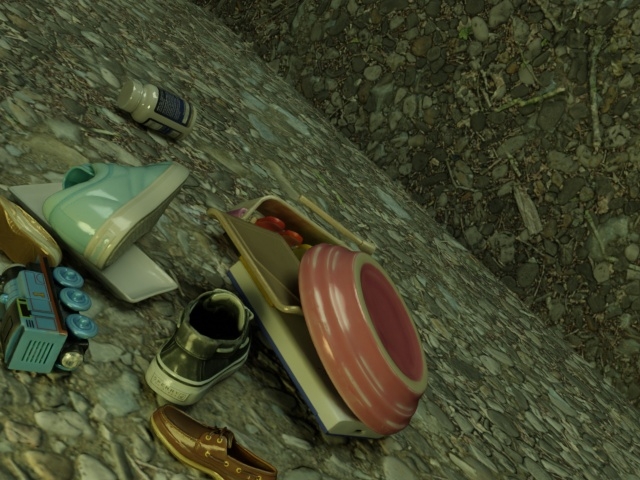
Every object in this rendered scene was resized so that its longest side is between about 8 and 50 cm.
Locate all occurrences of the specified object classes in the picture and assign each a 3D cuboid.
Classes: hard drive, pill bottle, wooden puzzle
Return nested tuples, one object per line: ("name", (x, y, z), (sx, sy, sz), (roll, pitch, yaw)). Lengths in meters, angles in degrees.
("hard drive", (-0.017, 0.182, 1.427), (0.319, 0.040, 0.210), (55, 14, 28))
("pill bottle", (-0.380, -0.305, 2.005), (0.169, 0.094, 0.094), (23, 22, -39))
("wooden puzzle", (-0.074, 0.053, 1.440), (0.239, 0.044, 0.221), (49, 12, 25))

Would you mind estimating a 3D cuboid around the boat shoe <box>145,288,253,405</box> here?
("boat shoe", (-0.148, 0.133, 1.266), (0.121, 0.119, 0.335), (35, 13, -3))

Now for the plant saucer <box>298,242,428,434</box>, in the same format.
("plant saucer", (0.083, 0.147, 1.414), (0.332, 0.084, 0.332), (53, 21, -31))

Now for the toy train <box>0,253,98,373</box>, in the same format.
("toy train", (-0.345, 0.089, 1.076), (0.105, 0.080, 0.184), (16, 26, -36))

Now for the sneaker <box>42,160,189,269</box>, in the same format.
("sneaker", (-0.319, -0.083, 1.374), (0.150, 0.135, 0.366), (39, 16, -5))

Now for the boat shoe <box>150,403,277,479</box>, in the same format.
("boat shoe", (-0.130, 0.258, 1.082), (0.178, 0.060, 0.064), (37, 17, 1))

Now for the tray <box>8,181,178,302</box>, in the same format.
("tray", (-0.356, 0.006, 1.349), (0.270, 0.030, 0.145), (40, 16, 11))

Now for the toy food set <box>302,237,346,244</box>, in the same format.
("toy food set", (0.000, 0.000, 1.844), (0.132, 0.038, 0.192), (25, -19, 2))

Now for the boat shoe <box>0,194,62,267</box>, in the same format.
("boat shoe", (-0.433, -0.018, 1.215), (0.170, 0.063, 0.059), (46, 14, -2))

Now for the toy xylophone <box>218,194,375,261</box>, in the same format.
("toy xylophone", (-0.036, 0.004, 1.716), (0.322, 0.081, 0.236), (32, -21, -17))
